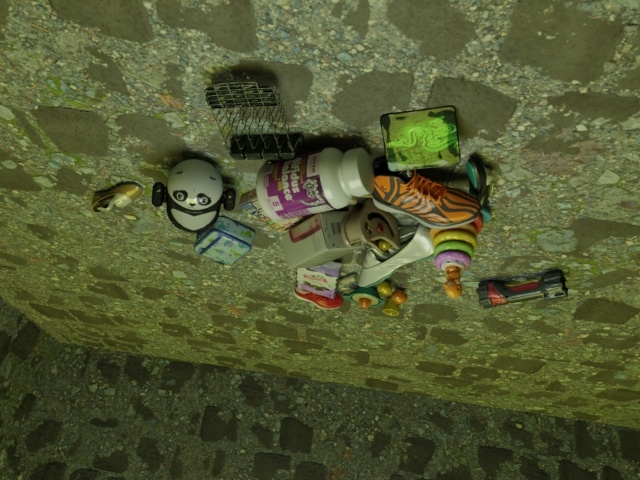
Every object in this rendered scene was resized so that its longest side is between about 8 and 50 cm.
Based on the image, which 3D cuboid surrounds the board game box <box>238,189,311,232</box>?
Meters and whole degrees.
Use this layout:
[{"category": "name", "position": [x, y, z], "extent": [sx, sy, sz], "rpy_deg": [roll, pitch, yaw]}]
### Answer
[{"category": "board game box", "position": [-0.148, -0.103, 1.799], "extent": [0.146, 0.045, 0.193], "rpy_deg": [-16, 142, 38]}]

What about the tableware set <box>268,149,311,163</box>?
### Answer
[{"category": "tableware set", "position": [-0.085, -0.222, 1.594], "extent": [0.141, 0.020, 0.169], "rpy_deg": [17, 149, -18]}]

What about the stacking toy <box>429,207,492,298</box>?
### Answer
[{"category": "stacking toy", "position": [0.394, 0.033, 1.607], "extent": [0.175, 0.302, 0.165], "rpy_deg": [24, 148, -25]}]

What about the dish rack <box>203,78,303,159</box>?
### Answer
[{"category": "dish rack", "position": [-0.174, -0.313, 1.409], "extent": [0.208, 0.074, 0.272], "rpy_deg": [0, 145, 14]}]

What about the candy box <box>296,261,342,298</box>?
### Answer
[{"category": "candy box", "position": [-0.008, 0.139, 2.136], "extent": [0.164, 0.070, 0.196], "rpy_deg": [16, 151, 7]}]

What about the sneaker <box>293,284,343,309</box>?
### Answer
[{"category": "sneaker", "position": [-0.002, 0.227, 2.286], "extent": [0.221, 0.087, 0.128], "rpy_deg": [12, 160, -7]}]

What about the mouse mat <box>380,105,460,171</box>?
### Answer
[{"category": "mouse mat", "position": [0.250, -0.252, 1.370], "extent": [0.189, 0.007, 0.153], "rpy_deg": [-4, 116, 20]}]

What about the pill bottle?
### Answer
[{"category": "pill bottle", "position": [-0.012, -0.160, 1.498], "extent": [0.301, 0.169, 0.169], "rpy_deg": [-11, 145, 25]}]

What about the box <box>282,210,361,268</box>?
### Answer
[{"category": "box", "position": [0.000, 0.000, 1.797], "extent": [0.148, 0.127, 0.232], "rpy_deg": [-4, 165, -37]}]

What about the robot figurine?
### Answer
[{"category": "robot figurine", "position": [-0.392, -0.129, 1.693], "extent": [0.174, 0.209, 0.278], "rpy_deg": [48, 151, 10]}]

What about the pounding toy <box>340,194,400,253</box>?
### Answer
[{"category": "pounding toy", "position": [0.169, -0.049, 1.684], "extent": [0.154, 0.154, 0.269], "rpy_deg": [-17, 141, 40]}]

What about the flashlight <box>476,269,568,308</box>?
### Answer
[{"category": "flashlight", "position": [0.724, 0.172, 1.972], "extent": [0.304, 0.103, 0.103], "rpy_deg": [-19, 106, 35]}]

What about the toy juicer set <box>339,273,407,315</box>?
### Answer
[{"category": "toy juicer set", "position": [0.195, 0.223, 2.216], "extent": [0.328, 0.090, 0.209], "rpy_deg": [18, 154, -9]}]

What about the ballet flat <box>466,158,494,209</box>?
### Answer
[{"category": "ballet flat", "position": [0.441, -0.159, 1.503], "extent": [0.074, 0.074, 0.203], "rpy_deg": [0, 143, 18]}]

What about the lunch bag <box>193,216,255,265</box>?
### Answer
[{"category": "lunch bag", "position": [-0.360, 0.004, 2.015], "extent": [0.176, 0.090, 0.219], "rpy_deg": [29, 145, -25]}]

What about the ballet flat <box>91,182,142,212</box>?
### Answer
[{"category": "ballet flat", "position": [-0.703, -0.138, 1.882], "extent": [0.232, 0.073, 0.080], "rpy_deg": [-11, 145, 33]}]

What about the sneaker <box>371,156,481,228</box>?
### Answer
[{"category": "sneaker", "position": [0.272, -0.138, 1.485], "extent": [0.320, 0.125, 0.180], "rpy_deg": [11, 152, 23]}]

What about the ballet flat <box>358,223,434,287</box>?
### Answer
[{"category": "ballet flat", "position": [0.244, 0.039, 1.871], "extent": [0.139, 0.139, 0.400], "rpy_deg": [28, 142, -29]}]
